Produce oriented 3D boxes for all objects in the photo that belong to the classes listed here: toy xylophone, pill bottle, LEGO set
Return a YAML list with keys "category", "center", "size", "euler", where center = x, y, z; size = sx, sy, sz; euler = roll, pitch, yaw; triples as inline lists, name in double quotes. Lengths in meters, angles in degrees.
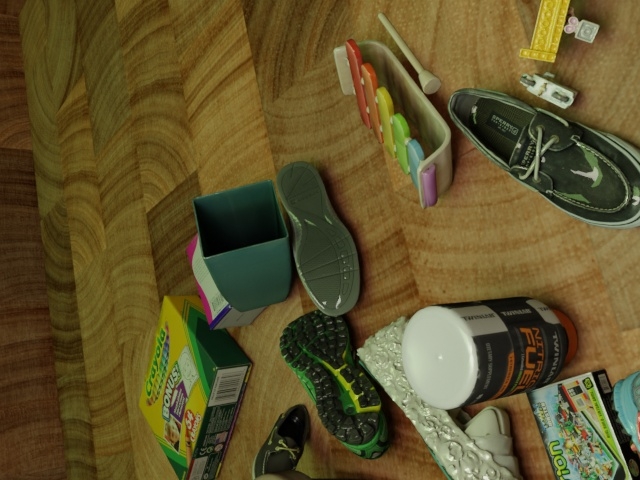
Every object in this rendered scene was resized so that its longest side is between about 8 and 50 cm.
- category: "toy xylophone"
  center: [0.121, -0.221, 1.106]
  size: [0.323, 0.081, 0.236]
  euler: [60, 175, 40]
- category: "pill bottle"
  center: [0.236, 0.141, 0.907]
  size: [0.130, 0.245, 0.130]
  euler: [3, 93, 53]
- category: "LEGO set"
  center: [0.358, -0.325, 0.902]
  size: [0.132, 0.107, 0.287]
  euler: [35, 118, 6]

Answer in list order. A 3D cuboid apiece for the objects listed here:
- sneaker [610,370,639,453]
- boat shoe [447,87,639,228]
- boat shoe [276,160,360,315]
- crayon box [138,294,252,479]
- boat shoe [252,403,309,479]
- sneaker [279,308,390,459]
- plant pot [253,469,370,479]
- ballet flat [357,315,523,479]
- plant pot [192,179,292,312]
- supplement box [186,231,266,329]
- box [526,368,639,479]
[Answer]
- category: "sneaker"
  center: [0.442, 0.254, 0.766]
  size: [0.125, 0.104, 0.262]
  euler: [-49, 54, 37]
- category: "boat shoe"
  center: [0.298, -0.114, 0.929]
  size: [0.335, 0.119, 0.121]
  euler: [41, 121, 44]
- category: "boat shoe"
  center: [-0.003, 0.000, 1.330]
  size: [0.103, 0.118, 0.320]
  euler: [69, 178, -69]
- category: "crayon box"
  center: [-0.331, 0.370, 1.727]
  size: [0.313, 0.106, 0.363]
  euler: [40, 120, 44]
- category: "boat shoe"
  center: [-0.074, 0.410, 1.350]
  size: [0.069, 0.081, 0.228]
  euler: [-57, 5, 25]
- category: "sneaker"
  center: [0.023, 0.262, 1.266]
  size: [0.343, 0.134, 0.146]
  euler: [-116, 2, -49]
- category: "plant pot"
  center: [0.016, 0.521, 1.197]
  size: [0.263, 0.229, 0.263]
  euler: [0, 90, 51]
- category: "ballet flat"
  center: [0.203, 0.268, 1.051]
  size: [0.409, 0.147, 0.147]
  euler: [50, 127, 39]
- category: "plant pot"
  center: [-0.147, 0.031, 1.397]
  size: [0.234, 0.165, 0.165]
  euler: [82, 172, -48]
- category: "supplement box"
  center: [-0.218, 0.081, 1.582]
  size: [0.111, 0.114, 0.220]
  euler: [-46, 57, 42]
- category: "box"
  center: [0.363, 0.289, 0.915]
  size: [0.114, 0.036, 0.207]
  euler: [-36, 63, 46]
